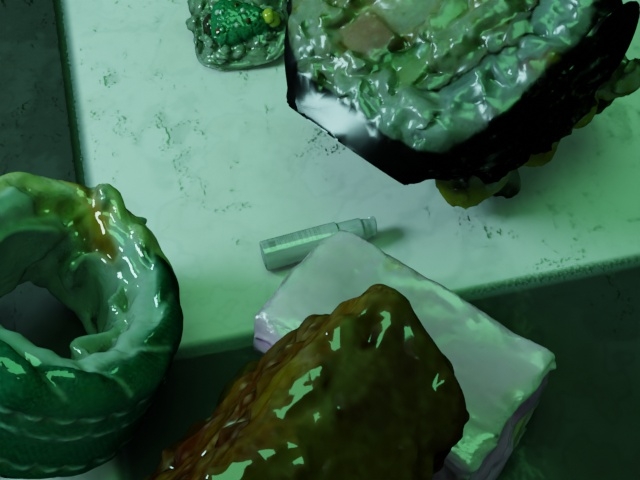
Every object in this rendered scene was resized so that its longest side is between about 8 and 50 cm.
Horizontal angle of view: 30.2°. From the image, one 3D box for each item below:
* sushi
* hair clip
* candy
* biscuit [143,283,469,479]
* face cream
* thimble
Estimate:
[{"bbox_3d":[0.154,-0.188,1.292,0.328,0.285,0.328,36,84,30],"label":"sushi"},{"bbox_3d":[-0.112,-0.363,1.519,0.138,0.091,0.321,-8,53,-1],"label":"hair clip"},{"bbox_3d":[0.078,0.123,1.154,0.265,0.115,0.155,32,59,20],"label":"candy"},{"bbox_3d":[-0.069,0.239,0.934,0.166,0.343,0.395,44,64,-6],"label":"biscuit"},{"bbox_3d":[0.000,0.000,1.290,0.130,0.034,0.034,-16,56,-9],"label":"face cream"},{"bbox_3d":[-0.261,0.074,1.123,0.254,0.167,0.288,23,41,-10],"label":"thimble"}]
